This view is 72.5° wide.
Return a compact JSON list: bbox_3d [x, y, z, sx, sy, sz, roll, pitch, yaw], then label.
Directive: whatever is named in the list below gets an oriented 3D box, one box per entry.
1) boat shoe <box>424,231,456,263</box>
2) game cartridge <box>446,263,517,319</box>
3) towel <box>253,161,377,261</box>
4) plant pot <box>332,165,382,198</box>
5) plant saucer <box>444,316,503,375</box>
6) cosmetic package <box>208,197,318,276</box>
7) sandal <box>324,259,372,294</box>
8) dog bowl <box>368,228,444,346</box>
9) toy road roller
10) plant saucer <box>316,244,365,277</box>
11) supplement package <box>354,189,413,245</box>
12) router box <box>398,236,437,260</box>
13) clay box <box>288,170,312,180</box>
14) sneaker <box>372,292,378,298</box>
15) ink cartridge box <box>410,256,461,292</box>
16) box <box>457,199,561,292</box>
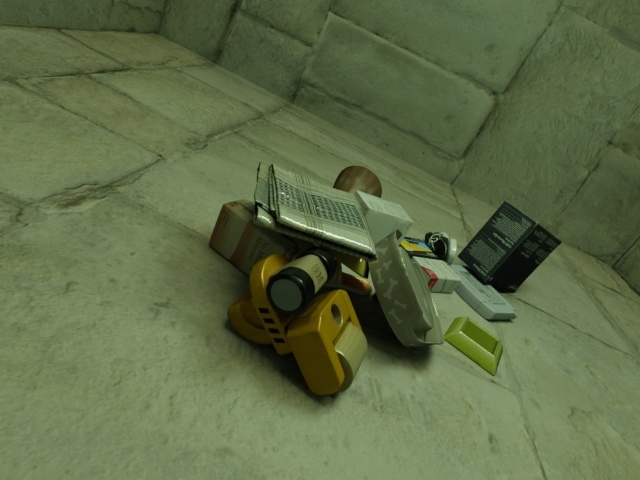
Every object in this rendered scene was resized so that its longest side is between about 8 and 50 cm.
[{"bbox_3d":[0.524,0.019,1.935,0.104,0.113,0.306,8,20,1],"label":"boat shoe"},{"bbox_3d":[0.636,0.208,1.773,0.198,0.062,0.297,4,34,-33],"label":"game cartridge"},{"bbox_3d":[-0.018,-0.091,1.131,0.324,0.056,0.312,17,32,-18],"label":"towel"},{"bbox_3d":[0.126,-0.172,1.846,0.215,0.215,0.230,30,40,5],"label":"plant pot"},{"bbox_3d":[0.515,0.329,1.433,0.188,0.045,0.188,36,26,18],"label":"plant saucer"},{"bbox_3d":[-0.153,0.023,1.233,0.296,0.153,0.129,34,27,17],"label":"cosmetic package"},{"bbox_3d":[0.058,0.099,1.381,0.265,0.076,0.102,16,27,-23],"label":"sandal"},{"bbox_3d":[0.243,0.146,1.260,0.349,0.102,0.349,55,21,-34],"label":"dog bowl"},{"bbox_3d":[-0.060,0.189,1.016,0.330,0.240,0.202,65,26,-7],"label":"toy road roller"},{"bbox_3d":[0.019,-0.015,1.287,0.332,0.081,0.333,36,1,10],"label":"plant saucer"},{"bbox_3d":[0.202,-0.054,1.672,0.203,0.194,0.149,15,27,-26],"label":"supplement package"},{"bbox_3d":[0.392,0.038,1.857,0.178,0.046,0.133,8,32,-36],"label":"router box"},{"bbox_3d":[-0.083,-0.212,1.855,0.127,0.053,0.222,20,28,-16],"label":"clay box"},{"bbox_3d":[0.227,0.170,1.434,0.135,0.052,0.058,-15,51,-45],"label":"sneaker"},{"bbox_3d":[0.435,0.134,1.686,0.175,0.072,0.127,9,31,-34],"label":"ink cartridge box"},{"bbox_3d":[0.828,0.038,1.909,0.343,0.312,0.179,19,23,-45],"label":"box"}]
